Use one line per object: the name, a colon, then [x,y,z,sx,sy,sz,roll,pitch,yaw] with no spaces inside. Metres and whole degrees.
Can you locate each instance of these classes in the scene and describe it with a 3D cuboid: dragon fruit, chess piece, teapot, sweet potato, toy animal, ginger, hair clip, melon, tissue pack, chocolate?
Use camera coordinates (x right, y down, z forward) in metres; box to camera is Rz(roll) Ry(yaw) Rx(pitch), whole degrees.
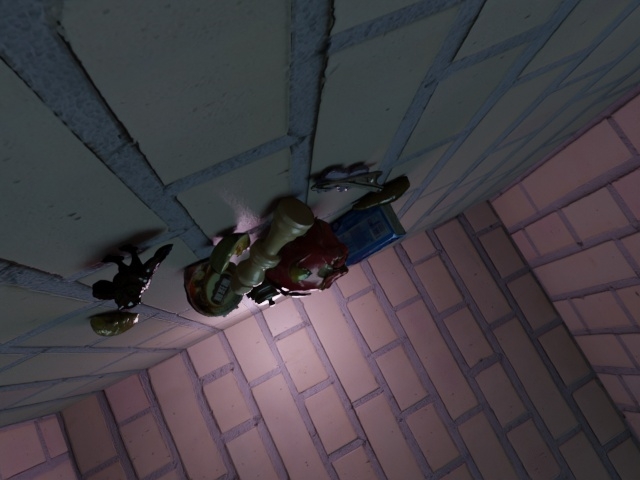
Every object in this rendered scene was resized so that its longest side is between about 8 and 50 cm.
dragon fruit: [-0.042,0.073,1.469,0.305,0.225,0.305,-33,145,-27]
chess piece: [-0.170,0.040,1.327,0.117,0.117,0.397,-13,150,-51]
teapot: [-0.255,0.227,2.014,0.185,0.175,0.267,-31,169,27]
sweet potato: [0.240,-0.166,1.649,0.243,0.077,0.077,-30,169,0]
toy animal: [-0.435,0.095,1.006,0.218,0.180,0.116,-27,143,4]
ginger: [-0.706,0.290,1.483,0.115,0.081,0.205,5,174,-3]
hair clip: [0.078,-0.173,1.260,0.292,0.085,0.106,-10,165,-41]
melon: [-0.276,0.018,1.288,0.128,0.079,0.160,-60,173,34]
tissue pack: [0.191,-0.040,1.782,0.263,0.198,0.146,-33,166,27]
chocolate: [-0.381,0.156,1.476,0.221,0.221,0.147,-21,-168,-29]
